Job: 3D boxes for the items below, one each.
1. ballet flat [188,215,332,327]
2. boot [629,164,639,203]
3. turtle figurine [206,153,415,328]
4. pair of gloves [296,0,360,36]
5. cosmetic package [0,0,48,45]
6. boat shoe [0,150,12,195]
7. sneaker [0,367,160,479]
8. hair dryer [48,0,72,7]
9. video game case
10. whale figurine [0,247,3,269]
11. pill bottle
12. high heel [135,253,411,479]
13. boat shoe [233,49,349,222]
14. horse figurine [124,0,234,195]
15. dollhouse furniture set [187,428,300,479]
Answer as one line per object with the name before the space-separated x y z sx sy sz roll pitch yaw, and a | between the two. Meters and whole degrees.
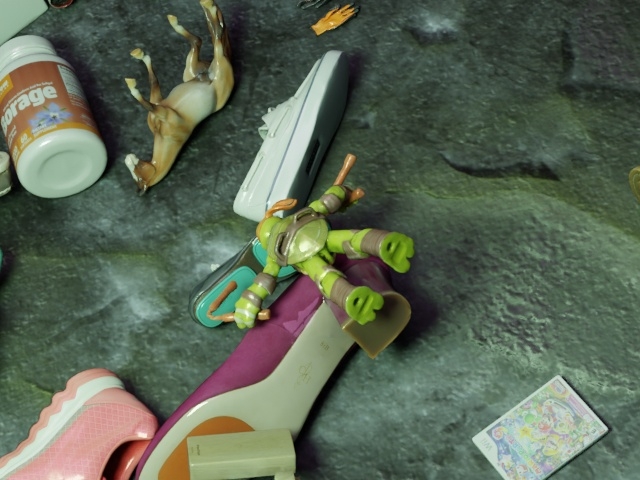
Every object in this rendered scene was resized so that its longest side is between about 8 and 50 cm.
ballet flat | -0.078 0.028 1.759 0.203 0.074 0.074 -38 56 -3
boot | 0.512 -0.067 1.613 0.283 0.109 0.220 30 72 28
turtle figurine | 0.000 0.000 1.623 0.217 0.087 0.269 20 59 45
pair of gloves | 0.010 -0.321 1.984 0.074 0.010 0.083 -27 54 -1
cosmetic package | -0.562 -0.364 2.106 0.225 0.138 0.224 -41 57 -12
boat shoe | -0.552 -0.032 1.919 0.324 0.096 0.116 -18 20 3
sneaker | -0.304 0.289 1.632 0.136 0.116 0.314 30 71 28
hair dryer | -0.353 -0.467 2.143 0.224 0.080 0.293 10 62 21
video game case | 0.239 0.213 1.580 0.122 0.011 0.087 -35 56 -7
whale figurine | -0.465 0.125 1.783 0.216 0.141 0.272 -32 20 42
pill bottle | -0.370 -0.171 1.936 0.121 0.121 0.216 -26 55 -1
high heel | -0.066 0.150 1.681 0.377 0.127 0.181 -35 27 -2
boat shoe | -0.037 -0.138 1.833 0.084 0.095 0.258 14 63 19
horse figurine | -0.178 -0.203 1.894 0.066 0.174 0.263 11 49 32
dollhouse furniture set | -0.092 0.301 1.552 0.144 0.123 0.151 -4 30 -8
